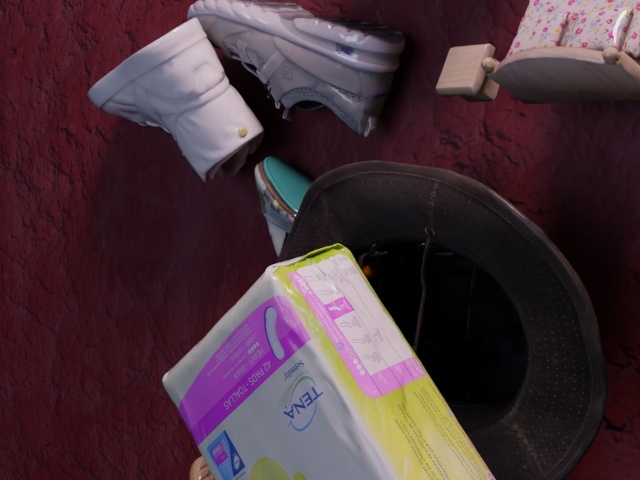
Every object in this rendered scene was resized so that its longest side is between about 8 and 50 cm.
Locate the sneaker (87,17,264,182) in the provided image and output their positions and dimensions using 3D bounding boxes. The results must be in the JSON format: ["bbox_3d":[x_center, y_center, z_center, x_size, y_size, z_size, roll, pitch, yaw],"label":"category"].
[{"bbox_3d":[-0.161,-0.133,1.240,0.169,0.108,0.292,57,161,-12],"label":"sneaker"}]

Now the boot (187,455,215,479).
[{"bbox_3d":[-0.139,0.387,1.251,0.207,0.090,0.248,-34,72,36],"label":"boot"}]

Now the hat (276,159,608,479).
[{"bbox_3d":[0.116,0.074,0.963,0.331,0.134,0.331,12,108,38],"label":"hat"}]

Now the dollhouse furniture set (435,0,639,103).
[{"bbox_3d":[0.212,-0.276,0.806,0.355,0.174,0.303,5,72,54],"label":"dollhouse furniture set"}]

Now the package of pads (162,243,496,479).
[{"bbox_3d":[0.011,0.177,0.927,0.229,0.101,0.296,-45,71,43],"label":"package of pads"}]

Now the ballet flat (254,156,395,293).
[{"bbox_3d":[0.000,0.000,1.123,0.221,0.077,0.079,38,120,31],"label":"ballet flat"}]

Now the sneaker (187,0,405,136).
[{"bbox_3d":[-0.043,-0.181,1.133,0.281,0.105,0.115,24,112,42],"label":"sneaker"}]
